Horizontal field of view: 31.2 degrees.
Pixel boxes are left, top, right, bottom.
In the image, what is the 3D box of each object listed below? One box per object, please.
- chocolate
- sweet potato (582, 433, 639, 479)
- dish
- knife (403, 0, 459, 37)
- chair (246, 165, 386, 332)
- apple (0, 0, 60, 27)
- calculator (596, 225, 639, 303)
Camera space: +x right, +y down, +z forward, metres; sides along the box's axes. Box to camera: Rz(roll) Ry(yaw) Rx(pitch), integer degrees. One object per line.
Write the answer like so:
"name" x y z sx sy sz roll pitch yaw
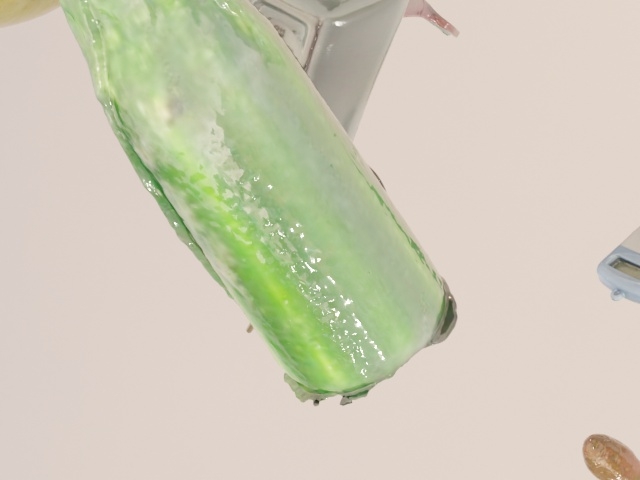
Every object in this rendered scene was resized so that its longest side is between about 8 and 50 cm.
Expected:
"chocolate" -0.041 -0.050 0.554 0.110 0.291 0.110 -22 -145 16
"sweet potato" 0.358 0.280 1.263 0.050 0.214 0.050 -41 -161 17
"dish" -0.040 -0.172 1.102 0.182 0.080 0.243 29 -52 10
"knife" 0.091 -0.313 1.530 0.123 0.278 0.053 35 -65 19
"chair" -0.001 0.000 0.963 0.221 0.095 0.104 110 -12 -63
"apple" -0.227 -0.254 0.739 0.194 0.261 0.261 41 -71 12
"calculator" 0.457 0.010 1.506 0.210 0.039 0.121 -40 -151 -11
